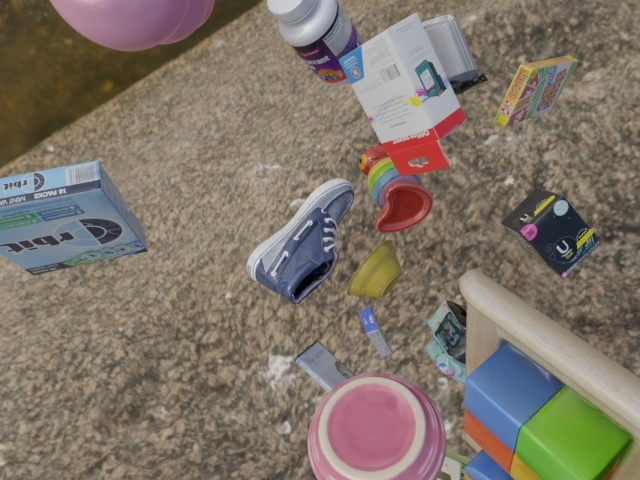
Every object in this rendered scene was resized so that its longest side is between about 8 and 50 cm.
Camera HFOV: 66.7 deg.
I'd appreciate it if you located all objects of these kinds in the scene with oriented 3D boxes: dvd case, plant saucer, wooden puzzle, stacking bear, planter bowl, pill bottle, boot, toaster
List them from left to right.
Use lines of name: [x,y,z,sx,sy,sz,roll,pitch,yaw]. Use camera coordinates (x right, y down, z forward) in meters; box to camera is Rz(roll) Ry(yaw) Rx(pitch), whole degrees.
pill bottle: [-0.005,-0.362,0.837,0.108,0.193,0.108,-10,70,28]
boot: [0.000,0.000,0.628,0.086,0.069,0.190,30,67,35]
dvd case: [0.044,0.446,1.613,0.253,0.180,0.022,40,109,12]
plant saucer: [0.124,0.454,1.149,0.332,0.084,0.332,-10,43,10]
planter bowl: [0.184,0.109,1.487,0.090,0.217,0.217,38,70,21]
stacking bear: [0.205,-0.182,1.458,0.164,0.175,0.289,-3,43,-19]
toaster: [0.230,-0.373,1.034,0.227,0.129,0.146,-19,90,8]
wooden puzzle: [0.219,0.216,0.352,0.080,0.348,0.322,-38,48,-15]

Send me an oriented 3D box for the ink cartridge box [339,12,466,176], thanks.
ink cartridge box: [0.144,-0.228,0.804,0.078,0.134,0.231,-38,107,-24]

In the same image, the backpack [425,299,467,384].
backpack: [0.418,0.292,1.388,0.225,0.253,0.191,30,108,-18]

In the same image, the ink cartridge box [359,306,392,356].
ink cartridge box: [0.203,0.336,1.769,0.046,0.207,0.097,-23,49,7]

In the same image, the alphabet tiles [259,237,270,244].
alphabet tiles: [-0.106,0.089,1.844,0.198,0.009,0.237,-12,73,-31]

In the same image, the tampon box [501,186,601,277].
tampon box: [0.526,-0.019,1.114,0.161,0.101,0.120,41,97,-18]

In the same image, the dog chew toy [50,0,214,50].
dog chew toy: [-0.267,-0.402,0.756,0.206,0.332,0.206,3,110,10]

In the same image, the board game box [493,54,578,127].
board game box: [0.472,-0.326,1.049,0.039,0.124,0.259,38,44,26]

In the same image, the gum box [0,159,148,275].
gum box: [-0.317,-0.020,0.597,0.157,0.184,0.041,-13,68,-8]

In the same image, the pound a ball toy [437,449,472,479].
pound a ball toy: [0.368,0.757,1.583,0.208,0.319,0.136,15,74,-17]
